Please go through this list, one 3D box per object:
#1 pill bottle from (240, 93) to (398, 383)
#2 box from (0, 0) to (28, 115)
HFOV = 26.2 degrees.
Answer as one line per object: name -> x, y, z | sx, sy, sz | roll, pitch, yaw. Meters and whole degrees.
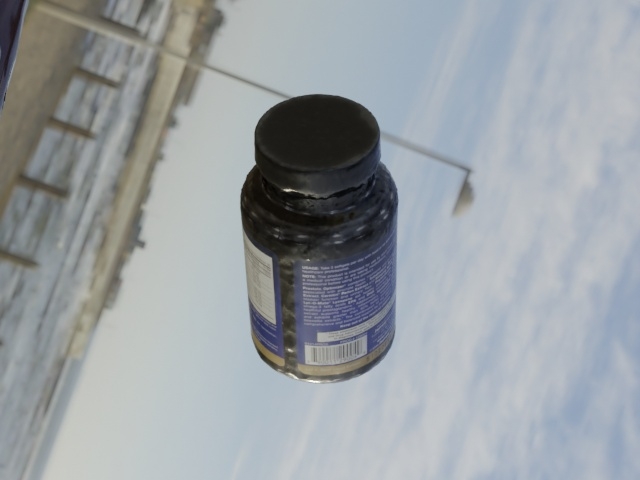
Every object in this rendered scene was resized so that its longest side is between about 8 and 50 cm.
pill bottle -> 0.000, 0.000, 1.079 | 0.123, 0.122, 0.219 | -78, 170, -46
box -> -0.136, -0.209, 0.300 | 0.191, 0.143, 0.381 | 41, 58, -69
